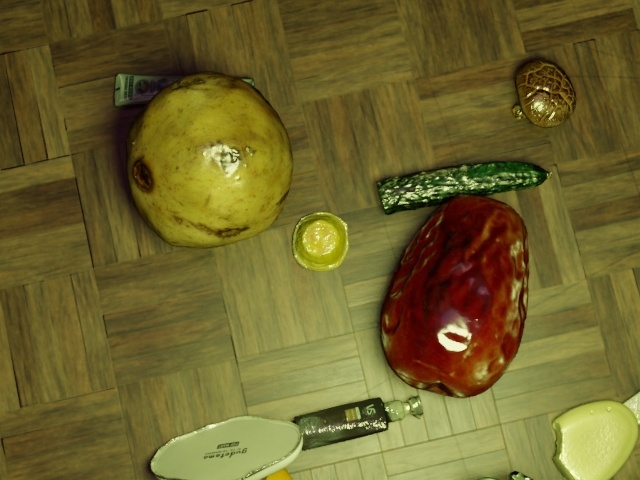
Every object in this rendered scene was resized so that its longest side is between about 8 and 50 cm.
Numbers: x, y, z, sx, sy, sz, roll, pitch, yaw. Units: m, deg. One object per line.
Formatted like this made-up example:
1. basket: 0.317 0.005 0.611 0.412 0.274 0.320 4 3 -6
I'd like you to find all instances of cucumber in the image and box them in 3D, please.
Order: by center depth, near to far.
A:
1. cucumber: 0.240 -0.097 1.876 0.293 0.067 0.068 -10 81 -3

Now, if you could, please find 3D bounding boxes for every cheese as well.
1. cheese: 0.483 0.292 1.824 0.255 0.050 0.127 -36 82 -7

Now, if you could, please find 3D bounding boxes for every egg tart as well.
1. egg tart: 0.000 0.000 1.870 0.105 0.039 0.105 0 80 1

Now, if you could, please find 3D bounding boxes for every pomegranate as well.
1. pomegranate: -0.177 -0.122 1.776 0.281 0.281 0.281 0 81 -1

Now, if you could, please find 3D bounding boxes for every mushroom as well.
1. mushroom: 0.374 -0.247 1.888 0.109 0.085 0.126 -17 70 -1

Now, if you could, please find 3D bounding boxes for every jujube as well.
1. jujube: 0.221 0.089 1.784 0.223 0.223 0.318 18 74 2

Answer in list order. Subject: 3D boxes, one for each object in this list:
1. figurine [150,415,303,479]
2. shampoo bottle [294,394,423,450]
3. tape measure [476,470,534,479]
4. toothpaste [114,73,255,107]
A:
1. figurine: -0.131 0.383 1.791 0.250 0.166 0.141 -6 119 23
2. shampoo bottle: 0.064 0.289 1.816 0.207 0.063 0.057 -12 71 -1
3. tape measure: 0.337 0.429 1.702 0.246 0.243 0.125 19 81 2
4. toothpaste: -0.231 -0.256 1.908 0.239 0.039 0.062 -1 77 1
